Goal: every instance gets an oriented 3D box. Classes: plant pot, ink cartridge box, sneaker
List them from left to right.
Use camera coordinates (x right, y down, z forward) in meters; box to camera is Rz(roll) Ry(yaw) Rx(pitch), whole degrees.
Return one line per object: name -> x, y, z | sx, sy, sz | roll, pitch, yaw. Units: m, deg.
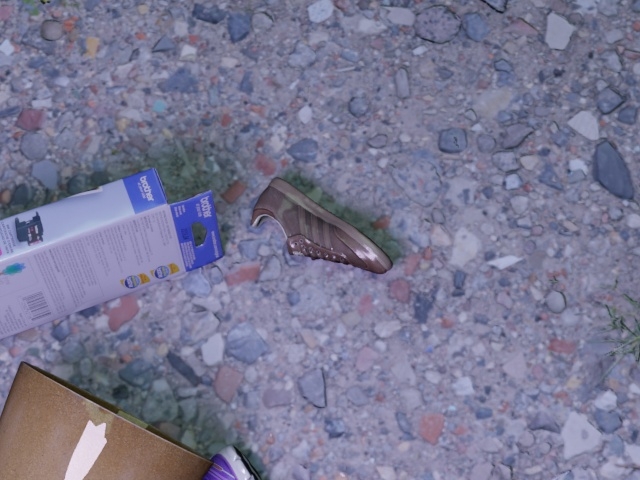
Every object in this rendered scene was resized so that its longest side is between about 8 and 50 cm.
plant pot -> -0.278, 0.295, 1.778 | 0.237, 0.237, 0.254 | 26, 82, 13
ink cartridge box -> -0.272, 0.013, 1.913 | 0.311, 0.185, 0.065 | -18, 64, -6
sneaker -> -0.081, 0.313, 1.846 | 0.071, 0.068, 0.170 | -37, 60, 2
sneaker -> 0.000, 0.000, 1.986 | 0.188, 0.066, 0.071 | 35, 88, 22
